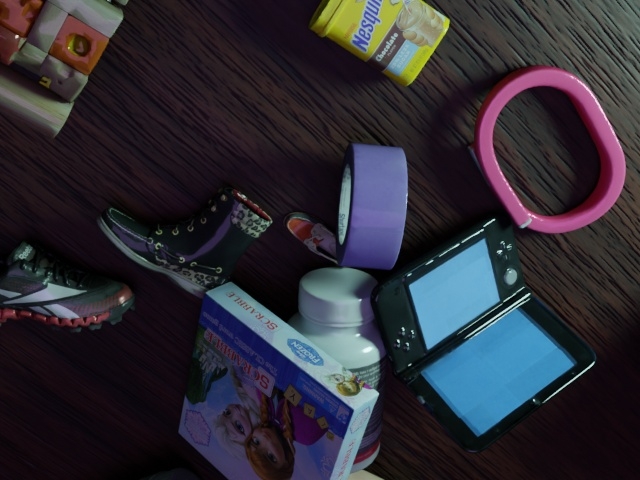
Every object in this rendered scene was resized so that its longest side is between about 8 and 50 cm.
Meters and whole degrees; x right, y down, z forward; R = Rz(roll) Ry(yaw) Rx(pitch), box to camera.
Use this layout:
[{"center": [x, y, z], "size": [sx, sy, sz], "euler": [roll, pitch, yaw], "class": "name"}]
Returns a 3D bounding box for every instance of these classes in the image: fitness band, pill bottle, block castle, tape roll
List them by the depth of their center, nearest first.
[{"center": [-0.317, -0.379, 0.951], "size": [0.213, 0.303, 0.453], "euler": [29, 108, -21], "class": "block castle"}, {"center": [0.074, -0.051, 1.170], "size": [0.080, 0.189, 0.189], "euler": [5, 112, -6], "class": "tape roll"}, {"center": [0.363, -0.138, 1.227], "size": [0.209, 0.054, 0.291], "euler": [-33, 112, 9], "class": "fitness band"}, {"center": [0.023, 0.214, 1.283], "size": [0.176, 0.176, 0.318], "euler": [1, 113, -4], "class": "pill bottle"}]

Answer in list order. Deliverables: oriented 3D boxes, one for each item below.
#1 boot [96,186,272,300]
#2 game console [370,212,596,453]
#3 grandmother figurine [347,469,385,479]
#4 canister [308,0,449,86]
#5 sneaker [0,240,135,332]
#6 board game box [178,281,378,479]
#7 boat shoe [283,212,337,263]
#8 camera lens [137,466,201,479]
[{"center": [-0.212, -0.027, 1.219], "size": [0.236, 0.085, 0.178], "euler": [36, 104, -23], "class": "boot"}, {"center": [0.262, 0.134, 1.209], "size": [0.293, 0.173, 0.250], "euler": [-30, 116, -23], "class": "game console"}, {"center": [0.018, 0.446, 1.391], "size": [0.342, 0.208, 0.104], "euler": [31, 142, 0], "class": "grandmother figurine"}, {"center": [0.087, -0.319, 1.123], "size": [0.170, 0.073, 0.126], "euler": [29, 108, -16], "class": "canister"}, {"center": [-0.439, 0.070, 1.234], "size": [0.276, 0.097, 0.135], "euler": [4, 114, -4], "class": "sneaker"}, {"center": [-0.085, 0.281, 1.233], "size": [0.318, 0.066, 0.318], "euler": [33, 125, 29], "class": "board game box"}, {"center": [0.000, 0.000, 1.265], "size": [0.137, 0.043, 0.049], "euler": [33, 109, -14], "class": "boat shoe"}, {"center": [-0.334, 0.557, 1.377], "size": [0.274, 0.219, 0.219], "euler": [-28, 111, 8], "class": "camera lens"}]
